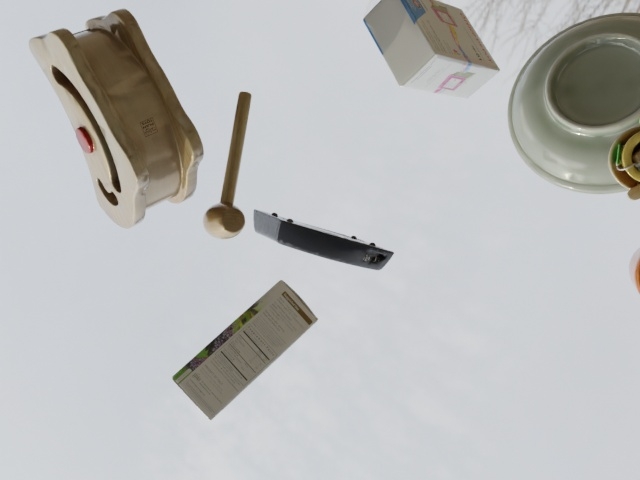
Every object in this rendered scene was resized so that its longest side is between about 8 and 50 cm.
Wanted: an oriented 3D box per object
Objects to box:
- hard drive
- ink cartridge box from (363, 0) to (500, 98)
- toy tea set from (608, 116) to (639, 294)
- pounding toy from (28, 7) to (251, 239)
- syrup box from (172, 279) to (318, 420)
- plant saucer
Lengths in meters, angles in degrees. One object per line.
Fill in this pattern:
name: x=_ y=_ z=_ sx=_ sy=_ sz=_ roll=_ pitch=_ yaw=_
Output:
hard drive: x=0.000 y=0.000 z=1.425 sx=0.254 sy=0.054 sz=0.172 roll=16 pitch=-177 yaw=-27
ink cartridge box: x=0.114 y=-0.197 z=0.723 sx=0.122 sy=0.052 sz=0.089 roll=-4 pitch=-118 yaw=-48
toy tea set: x=0.469 y=-0.059 z=0.877 sx=0.200 sy=0.124 sz=0.336 roll=-11 pitch=-87 yaw=11
pounding toy: x=-0.169 y=-0.116 z=0.750 sx=0.155 sy=0.154 sz=0.270 roll=-31 pitch=-85 yaw=-29
syrup box: x=-0.121 y=0.178 z=1.177 sx=0.237 sy=0.093 sz=0.096 roll=-43 pitch=-92 yaw=-11
plant saucer: x=0.560 y=-0.293 z=1.412 sx=0.400 sy=0.100 sz=0.401 roll=-11 pitch=-113 yaw=26
